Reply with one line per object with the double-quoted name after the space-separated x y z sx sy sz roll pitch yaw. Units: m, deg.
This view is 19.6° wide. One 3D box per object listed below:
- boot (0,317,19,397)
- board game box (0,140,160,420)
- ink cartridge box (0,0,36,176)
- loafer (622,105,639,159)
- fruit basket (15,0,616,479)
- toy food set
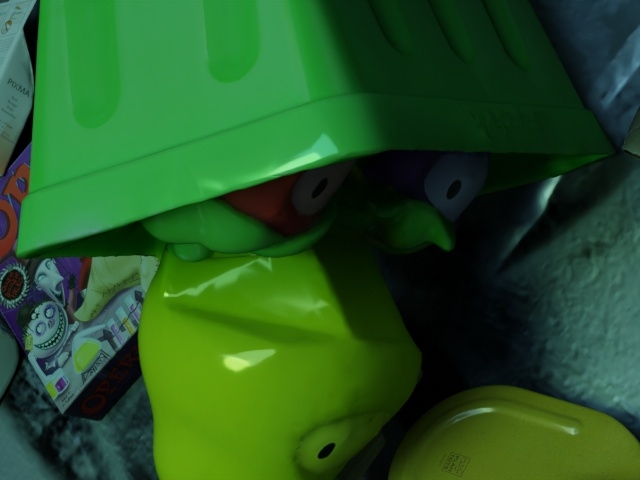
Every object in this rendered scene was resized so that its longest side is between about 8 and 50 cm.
-0.351 0.152 1.515 0.123 0.095 0.258 35 91 42 "boot"
-0.125 -0.054 1.424 0.347 0.056 0.208 -48 52 16 "board game box"
-0.285 -0.135 1.555 0.145 0.045 0.179 -1 59 48 "ink cartridge box"
0.242 -0.035 1.154 0.050 0.056 0.148 -50 46 16 "loafer"
0.000 0.000 1.130 0.283 0.392 0.392 -15 70 30 "fruit basket"
0.118 0.164 1.189 0.218 0.071 0.128 16 64 35 "toy food set"
